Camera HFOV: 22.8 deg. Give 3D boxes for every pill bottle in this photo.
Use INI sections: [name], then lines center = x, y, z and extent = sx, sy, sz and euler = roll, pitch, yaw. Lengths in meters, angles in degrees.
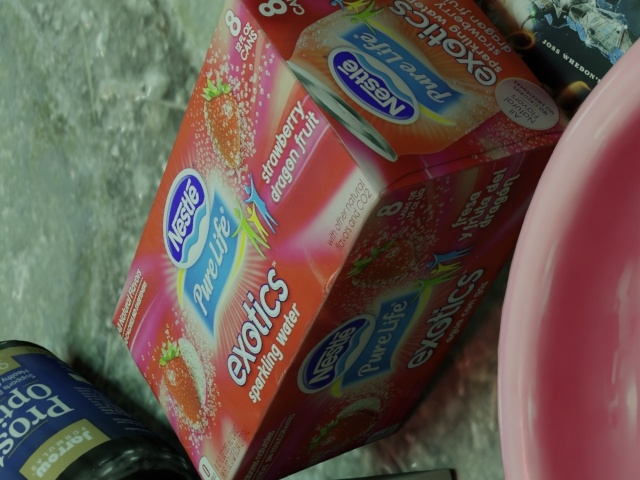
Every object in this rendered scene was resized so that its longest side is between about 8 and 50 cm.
[pill bottle]
center = -0.154, 0.160, 0.996
extent = 0.219, 0.123, 0.123
euler = 29, 115, 41

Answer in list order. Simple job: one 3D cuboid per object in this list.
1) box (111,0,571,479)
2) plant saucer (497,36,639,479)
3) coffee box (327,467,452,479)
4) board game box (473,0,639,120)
[box]
center = 0.000, 0.000, 0.777
extent = 0.128, 0.122, 0.257
euler = 56, 143, 25
[plant saucer]
center = 0.190, 0.074, 0.482
extent = 0.332, 0.084, 0.332
euler = 20, 114, 52
[coffee box]
center = 0.011, 0.255, 0.847
extent = 0.141, 0.098, 0.246
euler = -16, 82, 47
[board game box]
center = 0.092, -0.147, 0.760
extent = 0.243, 0.042, 0.165
euler = 42, 123, 36
